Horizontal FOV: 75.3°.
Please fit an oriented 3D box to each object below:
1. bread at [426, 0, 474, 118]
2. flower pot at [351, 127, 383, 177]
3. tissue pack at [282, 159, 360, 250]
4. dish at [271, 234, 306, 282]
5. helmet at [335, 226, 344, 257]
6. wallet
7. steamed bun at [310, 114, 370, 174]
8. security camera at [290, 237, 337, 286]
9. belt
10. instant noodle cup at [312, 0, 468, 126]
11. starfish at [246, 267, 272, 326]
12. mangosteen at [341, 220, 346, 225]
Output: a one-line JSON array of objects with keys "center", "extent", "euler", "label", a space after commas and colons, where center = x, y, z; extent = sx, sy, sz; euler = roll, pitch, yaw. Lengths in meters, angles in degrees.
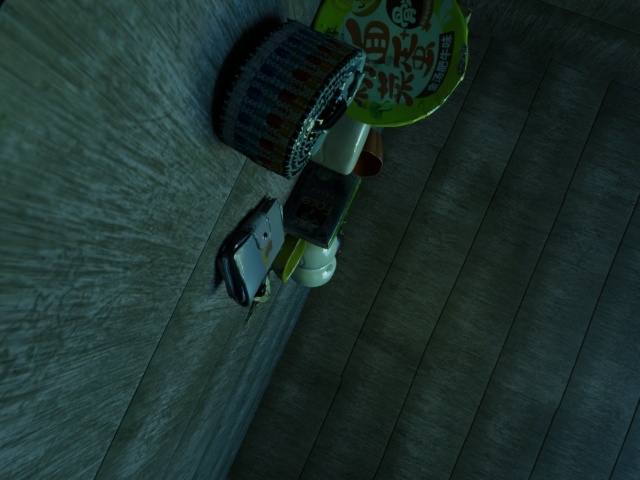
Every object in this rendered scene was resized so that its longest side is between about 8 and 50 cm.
[{"center": [0.229, -0.526, 1.154], "extent": [0.279, 0.279, 0.207], "euler": [90, 24, -68], "label": "bread"}, {"center": [0.202, -0.406, 1.874], "extent": [0.191, 0.190, 0.173], "euler": [102, 3, -62], "label": "flower pot"}, {"center": [-0.004, -0.109, 1.227], "extent": [0.236, 0.173, 0.073], "euler": [-64, 167, -14], "label": "tissue pack"}, {"center": [-0.110, 0.038, 1.316], "extent": [0.208, 0.080, 0.149], "euler": [-68, 170, 27], "label": "dish"}, {"center": [0.000, 0.000, 1.716], "extent": [0.216, 0.193, 0.189], "euler": [-37, -176, 17], "label": "helmet"}, {"center": [-0.151, 0.016, 0.946], "extent": [0.231, 0.069, 0.170], "euler": [-64, 157, -48], "label": "wallet"}, {"center": [0.055, -0.297, 1.125], "extent": [0.164, 0.146, 0.242], "euler": [-64, 176, -45], "label": "steamed bun"}, {"center": [-0.029, 0.031, 1.489], "extent": [0.236, 0.194, 0.195], "euler": [97, 17, -50], "label": "security camera"}, {"center": [-0.040, -0.215, 0.649], "extent": [0.257, 0.150, 0.207], "euler": [-58, 178, -45], "label": "belt"}, {"center": [0.136, -0.389, 0.902], "extent": [0.221, 0.311, 0.311], "euler": [-87, -160, -80], "label": "instant noodle cup"}, {"center": [-0.194, 0.189, 1.373], "extent": [0.217, 0.050, 0.223], "euler": [-59, 170, 7], "label": "starfish"}, {"center": [0.055, -0.104, 1.899], "extent": [0.140, 0.140, 0.140], "euler": [24, 90, -84], "label": "mangosteen"}]
